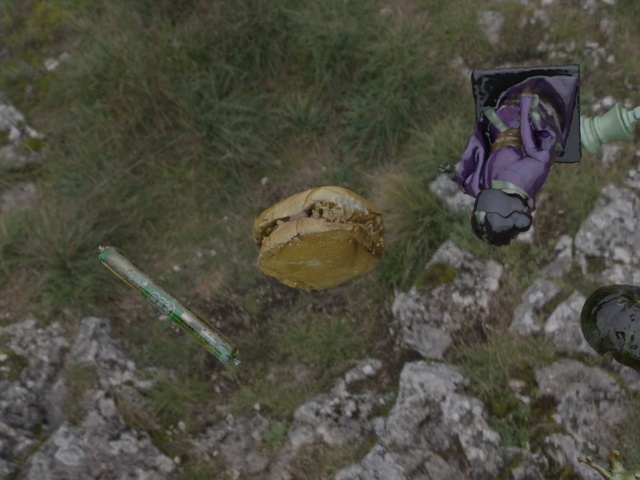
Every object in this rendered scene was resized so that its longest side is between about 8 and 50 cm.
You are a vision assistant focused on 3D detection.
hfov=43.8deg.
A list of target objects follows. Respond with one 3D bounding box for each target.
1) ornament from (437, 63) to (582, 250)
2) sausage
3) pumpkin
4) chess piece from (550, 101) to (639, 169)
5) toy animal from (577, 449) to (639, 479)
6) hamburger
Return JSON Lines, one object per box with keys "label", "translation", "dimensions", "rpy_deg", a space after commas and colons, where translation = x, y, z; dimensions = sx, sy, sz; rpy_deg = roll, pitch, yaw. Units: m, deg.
{"label": "ornament", "translation": [0.124, -0.056, 0.545], "dimensions": [0.081, 0.088, 0.203], "rpy_deg": [2, 29, 25]}
{"label": "sausage", "translation": [-0.220, 0.093, 1.156], "dimensions": [0.269, 0.033, 0.033], "rpy_deg": [39, 75, 3]}
{"label": "pumpkin", "translation": [0.641, 0.170, 1.584], "dimensions": [0.238, 0.238, 0.159], "rpy_deg": [31, 114, 32]}
{"label": "chess piece", "translation": [0.265, -0.103, 0.796], "dimensions": [0.149, 0.059, 0.059], "rpy_deg": [-19, 51, 34]}
{"label": "toy animal", "translation": [0.649, 0.495, 1.646], "dimensions": [0.241, 0.099, 0.057], "rpy_deg": [2, 35, 44]}
{"label": "hamburger", "translation": [0.000, 0.000, 0.903], "dimensions": [0.147, 0.138, 0.083], "rpy_deg": [-24, 54, 31]}
